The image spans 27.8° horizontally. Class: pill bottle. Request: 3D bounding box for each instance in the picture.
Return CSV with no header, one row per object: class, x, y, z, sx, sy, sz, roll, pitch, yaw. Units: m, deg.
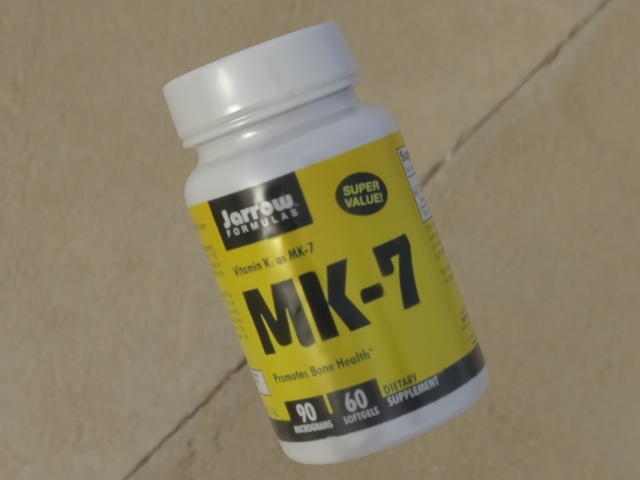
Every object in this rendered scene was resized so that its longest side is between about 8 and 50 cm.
pill bottle,0.000,0.000,0.679,0.119,0.119,0.208,-24,96,-27
